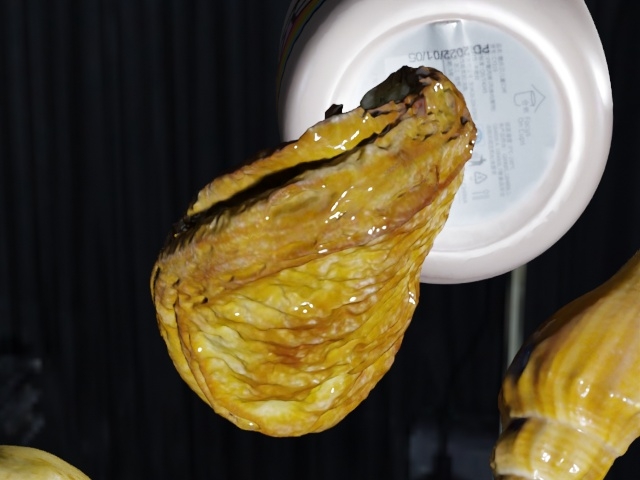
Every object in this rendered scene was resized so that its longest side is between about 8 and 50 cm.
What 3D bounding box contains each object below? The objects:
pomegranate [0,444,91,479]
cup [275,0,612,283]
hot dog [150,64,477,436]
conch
[{"bbox_3d":[-0.188,0.217,1.160,0.196,0.196,0.196,0,-160,0],"label":"pomegranate"},{"bbox_3d":[0.079,-0.108,1.057,0.191,0.253,0.200,21,-165,-4],"label":"cup"},{"bbox_3d":[0.000,0.002,0.593,0.099,0.147,0.065,-33,-113,-26],"label":"hot dog"},{"bbox_3d":[0.192,0.065,1.300,0.093,0.330,0.109,31,162,-11],"label":"conch"}]
